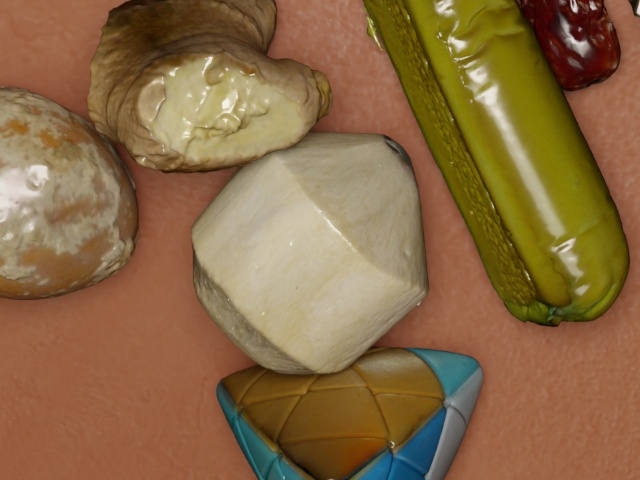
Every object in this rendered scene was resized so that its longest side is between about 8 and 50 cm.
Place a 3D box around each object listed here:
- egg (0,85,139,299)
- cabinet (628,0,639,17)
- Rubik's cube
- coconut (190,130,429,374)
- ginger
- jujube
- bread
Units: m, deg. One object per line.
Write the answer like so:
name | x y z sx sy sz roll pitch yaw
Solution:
egg | -0.275 -0.040 1.748 0.233 0.195 0.195 30 103 -12
cabinet | 0.362 -0.241 1.614 0.174 0.215 0.148 17 101 5
Rubik's cube | 0.000 0.213 1.790 0.254 0.254 0.254 1 101 7
coconut | 0.000 0.000 1.714 0.202 0.202 0.222 44 106 -2
ginger | -0.095 -0.142 1.674 0.221 0.276 0.130 0 124 19
jujube | 0.217 -0.196 1.713 0.077 0.077 0.129 -22 92 11
bread | 0.159 -0.105 1.699 0.112 0.166 0.383 -28 95 -15
